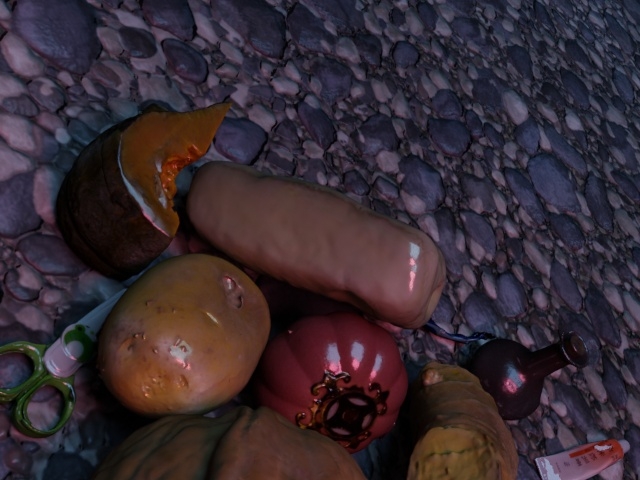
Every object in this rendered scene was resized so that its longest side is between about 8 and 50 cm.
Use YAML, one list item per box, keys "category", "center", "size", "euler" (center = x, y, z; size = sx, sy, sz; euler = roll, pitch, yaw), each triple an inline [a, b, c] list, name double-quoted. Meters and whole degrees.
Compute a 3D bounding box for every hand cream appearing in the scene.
- category: "hand cream"
  center: [0.409, 0.339, 1.320]
  size: [0.216, 0.038, 0.052]
  euler: [-6, 40, -39]

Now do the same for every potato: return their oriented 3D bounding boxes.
- category: "potato"
  center: [-0.143, 0.097, 0.903]
  size: [0.234, 0.146, 0.150]
  euler: [-52, 130, -67]

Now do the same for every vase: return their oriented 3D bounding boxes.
- category: "vase"
  center: [0.294, 0.181, 1.207]
  size: [0.120, 0.183, 0.120]
  euler: [21, 51, -29]

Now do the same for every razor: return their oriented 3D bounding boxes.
- category: "razor"
  center: [0.188, 0.131, 1.261]
  size: [0.154, 0.044, 0.028]
  euler: [20, 78, -28]

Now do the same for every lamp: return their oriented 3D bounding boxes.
- category: "lamp"
  center: [0.009, 0.162, 0.987]
  size: [0.182, 0.182, 0.140]
  euler: [28, 13, -25]

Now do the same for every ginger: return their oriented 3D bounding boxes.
- category: "ginger"
  center: [0.169, 0.260, 1.027]
  size: [0.190, 0.126, 0.354]
  euler: [64, 14, -3]

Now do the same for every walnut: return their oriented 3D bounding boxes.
- category: "walnut"
  center: [-0.089, 0.288, 0.746]
  size: [0.313, 0.277, 0.252]
  euler: [-75, 149, -46]

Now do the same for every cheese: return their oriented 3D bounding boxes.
- category: "cheese"
  center: [0.000, 0.000, 1.095]
  size: [0.328, 0.129, 0.351]
  euler: [23, 0, 12]

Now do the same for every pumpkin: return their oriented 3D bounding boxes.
- category: "pumpkin"
  center: [-0.209, -0.089, 0.986]
  size: [0.126, 0.131, 0.248]
  euler: [34, 44, -20]

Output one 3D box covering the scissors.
- category: "scissors"
  center: [-0.256, 0.110, 0.886]
  size: [0.101, 0.027, 0.204]
  euler: [50, 41, -8]
